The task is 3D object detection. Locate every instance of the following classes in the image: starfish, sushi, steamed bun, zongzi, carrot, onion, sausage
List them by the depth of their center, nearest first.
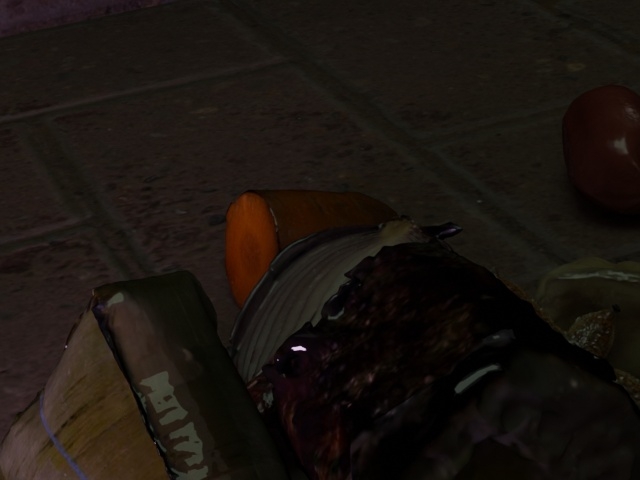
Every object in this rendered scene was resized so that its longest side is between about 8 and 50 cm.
[{"bbox_3d":[0.122,0.185,1.355,0.281,0.299,0.294,-30,28,-13],"label":"sushi"},{"bbox_3d":[-0.187,0.277,1.449,0.174,0.393,0.356,2,51,-47],"label":"zongzi"},{"bbox_3d":[0.255,0.161,1.582,0.295,0.048,0.231,39,62,14],"label":"starfish"},{"bbox_3d":[0.020,0.136,1.654,0.267,0.159,0.348,10,48,48],"label":"onion"},{"bbox_3d":[0.329,0.085,1.716,0.172,0.140,0.155,2,14,11],"label":"steamed bun"},{"bbox_3d":[0.000,0.000,1.950,0.225,0.159,0.159,-10,25,-30],"label":"carrot"},{"bbox_3d":[0.408,-0.129,2.105,0.148,0.148,0.254,-3,27,7],"label":"sausage"}]
